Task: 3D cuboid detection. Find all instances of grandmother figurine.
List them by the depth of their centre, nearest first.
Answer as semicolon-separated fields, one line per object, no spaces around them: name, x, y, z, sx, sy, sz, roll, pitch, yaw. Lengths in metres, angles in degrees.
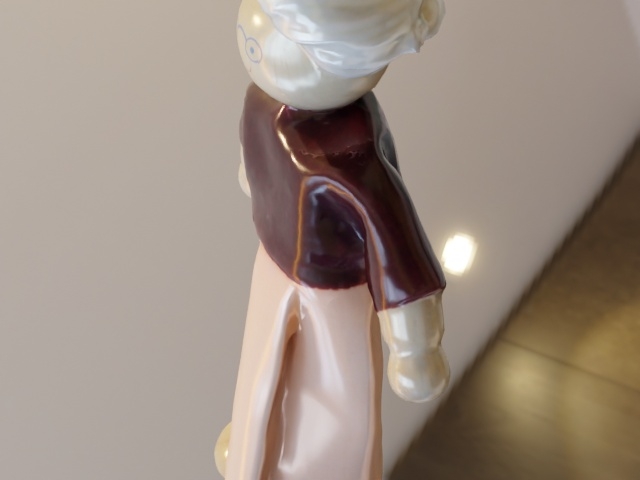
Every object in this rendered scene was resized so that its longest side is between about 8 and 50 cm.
grandmother figurine;0.000;0.000;0.801;0.104;0.208;0.342;-21;-50;-28
